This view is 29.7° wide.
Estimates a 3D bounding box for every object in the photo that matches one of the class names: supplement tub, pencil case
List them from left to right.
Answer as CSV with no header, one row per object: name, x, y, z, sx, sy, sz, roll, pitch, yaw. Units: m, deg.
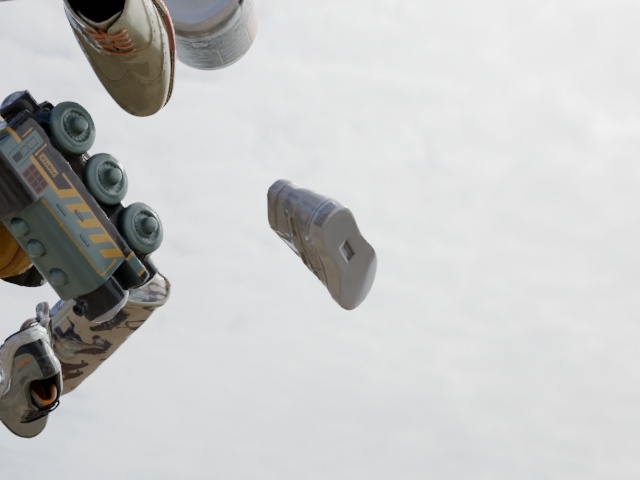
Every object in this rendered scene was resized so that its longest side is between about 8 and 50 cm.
pencil case,-0.497,0.177,2.500,0.183,0.160,0.410,25,-53,-36
supplement tub,-0.218,-0.430,2.244,0.193,0.194,0.316,11,-8,3

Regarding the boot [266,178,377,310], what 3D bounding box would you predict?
boot,0.000,0.000,1.769,0.123,0.095,0.258,32,-21,29

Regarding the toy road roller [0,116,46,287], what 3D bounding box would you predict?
toy road roller,-0.540,-0.071,1.811,0.329,0.203,0.240,30,18,23

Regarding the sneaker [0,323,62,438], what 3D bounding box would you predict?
sneaker,-0.484,0.260,2.021,0.100,0.108,0.271,-24,-31,-30

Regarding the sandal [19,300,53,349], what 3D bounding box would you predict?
sandal,-0.504,0.164,2.137,0.060,0.090,0.219,-5,19,-12

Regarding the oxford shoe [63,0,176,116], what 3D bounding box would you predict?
oxford shoe,-0.289,-0.300,1.615,0.140,0.147,0.397,-7,-44,8

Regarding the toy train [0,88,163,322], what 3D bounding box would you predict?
toy train,-0.356,-0.043,1.676,0.142,0.190,0.334,-16,-63,37
